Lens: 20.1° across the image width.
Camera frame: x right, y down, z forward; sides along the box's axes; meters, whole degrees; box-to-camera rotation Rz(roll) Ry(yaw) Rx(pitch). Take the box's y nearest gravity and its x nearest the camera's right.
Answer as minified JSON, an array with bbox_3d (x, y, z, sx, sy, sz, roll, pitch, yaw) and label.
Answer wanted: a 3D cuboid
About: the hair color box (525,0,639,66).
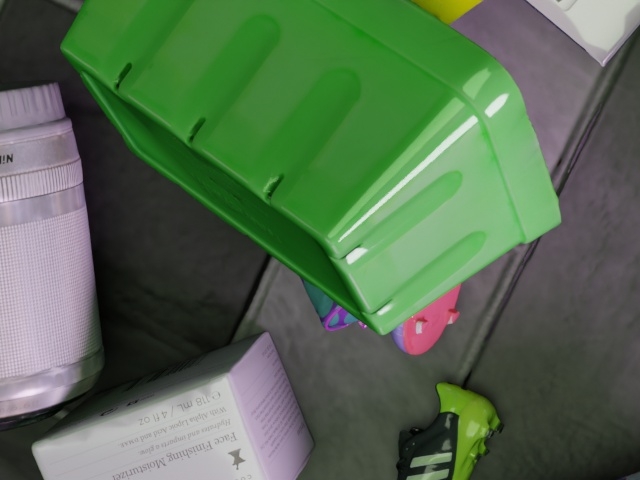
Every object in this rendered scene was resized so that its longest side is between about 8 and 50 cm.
[{"bbox_3d":[0.271,-0.325,1.418,0.174,0.105,0.347,40,102,1],"label":"hair color box"}]

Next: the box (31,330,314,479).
[{"bbox_3d":[-0.118,0.174,1.519,0.181,0.182,0.119,-21,95,11],"label":"box"}]

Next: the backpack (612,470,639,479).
[{"bbox_3d":[0.185,0.356,1.484,0.355,0.273,0.290,-9,118,22],"label":"backpack"}]

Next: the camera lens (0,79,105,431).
[{"bbox_3d":[-0.300,0.014,1.503,0.219,0.219,0.274,-4,98,9],"label":"camera lens"}]

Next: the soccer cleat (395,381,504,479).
[{"bbox_3d":[0.091,0.206,1.562,0.072,0.060,0.179,31,101,20],"label":"soccer cleat"}]

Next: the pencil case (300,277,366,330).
[{"bbox_3d":[0.000,0.000,1.511,0.064,0.070,0.152,-28,70,0],"label":"pencil case"}]

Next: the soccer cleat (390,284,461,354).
[{"bbox_3d":[0.074,-0.029,1.520,0.095,0.083,0.248,13,108,37],"label":"soccer cleat"}]

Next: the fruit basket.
[{"bbox_3d":[0.037,-0.174,1.353,0.392,0.283,0.392,-7,62,13],"label":"fruit basket"}]
